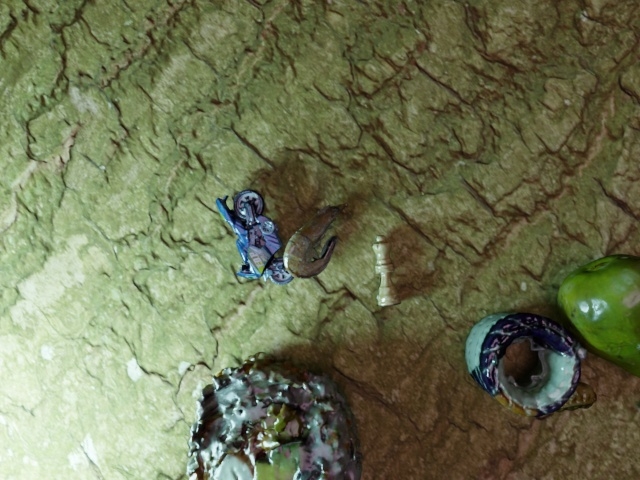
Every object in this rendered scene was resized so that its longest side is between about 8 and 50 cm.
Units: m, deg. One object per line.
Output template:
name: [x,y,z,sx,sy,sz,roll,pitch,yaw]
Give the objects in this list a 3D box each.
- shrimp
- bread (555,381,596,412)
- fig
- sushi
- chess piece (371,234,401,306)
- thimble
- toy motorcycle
shrimp: [0.000,0.000,1.038,0.223,0.047,0.126,-48,121,-18]
bread: [0.608,0.378,1.040,0.110,0.060,0.066,-8,104,0]
fig: [0.660,0.188,0.965,0.233,0.233,0.314,-3,94,0]
sushi: [-0.102,0.466,0.955,0.417,0.176,0.418,-1,75,6]
chess piece: [0.156,0.072,1.049,0.060,0.060,0.172,-8,86,0]
thimble: [0.470,0.274,0.998,0.237,0.150,0.237,0,87,-1]
toy motorcycle: [-0.162,0.002,1.030,0.135,0.092,0.254,-24,91,0]
